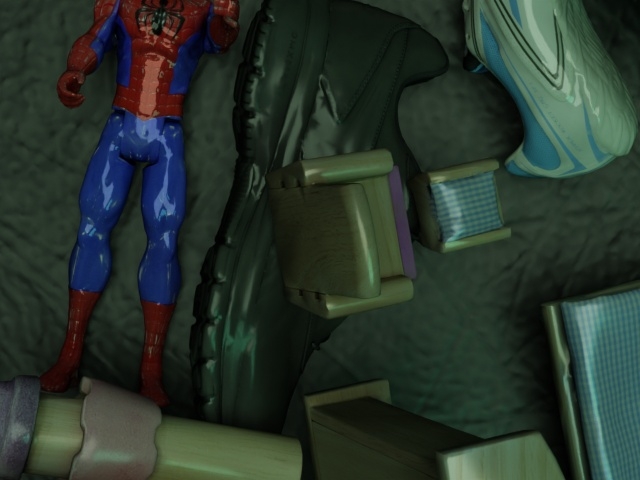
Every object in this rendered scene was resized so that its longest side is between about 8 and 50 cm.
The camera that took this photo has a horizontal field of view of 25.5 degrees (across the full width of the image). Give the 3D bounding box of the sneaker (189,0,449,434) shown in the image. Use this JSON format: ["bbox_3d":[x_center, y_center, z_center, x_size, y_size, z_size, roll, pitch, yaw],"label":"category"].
[{"bbox_3d":[0.000,0.000,0.795,0.130,0.109,0.286,12,94,-9],"label":"sneaker"}]

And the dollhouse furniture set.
[{"bbox_3d":[0.162,0.077,0.704,0.303,0.198,0.286,-11,94,-18],"label":"dollhouse furniture set"}]

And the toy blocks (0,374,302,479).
[{"bbox_3d":[-0.150,0.243,0.648,0.260,0.309,0.289,13,114,-16],"label":"toy blocks"}]

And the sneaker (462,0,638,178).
[{"bbox_3d":[0.107,-0.148,0.802,0.086,0.085,0.237,-19,86,25],"label":"sneaker"}]

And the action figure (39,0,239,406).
[{"bbox_3d":[-0.100,-0.048,0.775,0.091,0.139,0.280,9,90,-3],"label":"action figure"}]
